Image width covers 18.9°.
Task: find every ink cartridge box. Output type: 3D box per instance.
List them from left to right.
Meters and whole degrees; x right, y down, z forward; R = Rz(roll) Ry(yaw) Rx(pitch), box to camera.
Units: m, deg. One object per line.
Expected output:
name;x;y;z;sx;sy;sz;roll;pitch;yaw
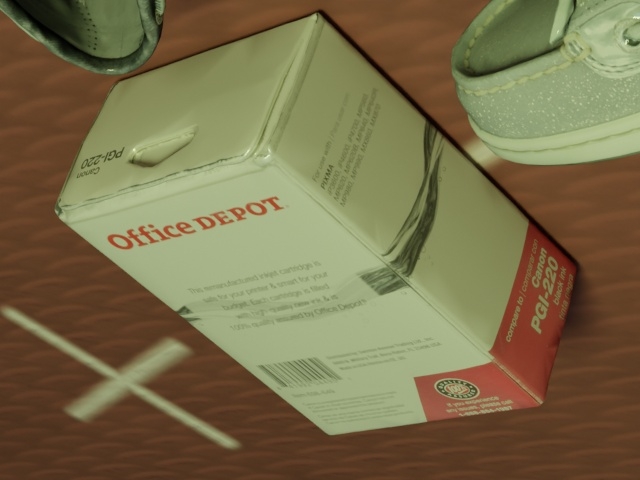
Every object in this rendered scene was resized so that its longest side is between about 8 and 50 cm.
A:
ink cartridge box;0.000;0.000;0.970;0.159;0.092;0.218;-13;137;43

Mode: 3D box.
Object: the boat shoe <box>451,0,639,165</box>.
boat shoe;0.155;-0.126;0.666;0.103;0.118;0.320;41;140;-20

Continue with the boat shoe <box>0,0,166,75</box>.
boat shoe;-0.127;-0.159;0.722;0.108;0.102;0.301;-6;155;12
